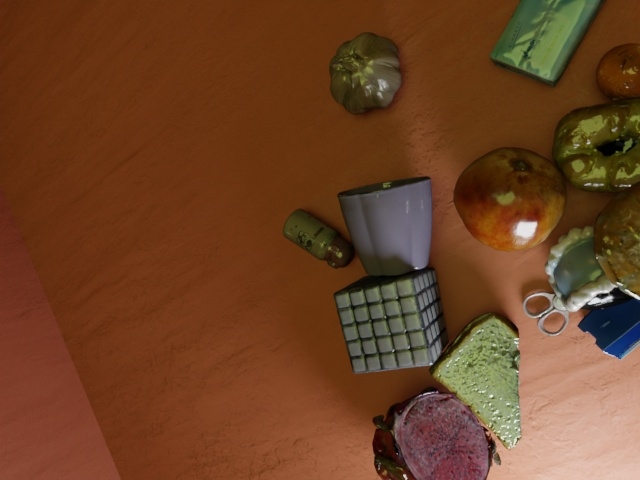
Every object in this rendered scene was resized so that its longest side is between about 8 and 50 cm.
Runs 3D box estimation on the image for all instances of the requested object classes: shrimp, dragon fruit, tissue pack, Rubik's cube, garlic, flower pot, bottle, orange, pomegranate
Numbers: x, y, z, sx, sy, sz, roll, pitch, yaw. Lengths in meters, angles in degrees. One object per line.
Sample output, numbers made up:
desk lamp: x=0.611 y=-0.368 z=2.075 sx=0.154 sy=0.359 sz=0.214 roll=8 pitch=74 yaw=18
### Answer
shrimp: x=0.777 y=-0.038 z=0.947 sx=0.445 sy=0.085 sz=0.272 roll=-33 pitch=86 yaw=-5
dragon fruit: x=0.281 y=0.574 z=1.286 sx=0.314 sy=0.296 sz=0.263 roll=46 pitch=146 yaw=13
tissue pack: x=0.558 y=-0.535 z=1.117 sx=0.177 sy=0.089 sz=0.263 roll=33 pitch=107 yaw=22
Rubik's cube: x=0.205 y=0.215 z=1.280 sx=0.237 sy=0.237 sz=0.238 roll=-13 pitch=90 yaw=26
garlic: x=0.121 y=-0.478 z=1.308 sx=0.228 sy=0.152 sz=0.228 roll=2 pitch=96 yaw=20
flower pot: x=0.187 y=-0.038 z=1.266 sx=0.265 sy=0.265 sz=0.243 roll=-3 pitch=101 yaw=27
bottle: x=0.000 y=0.000 z=1.435 sx=0.233 sy=0.110 sz=0.110 roll=33 pitch=108 yaw=20
orange: x=0.697 y=-0.380 z=1.041 sx=0.135 sy=0.135 sz=0.117 roll=55 pitch=138 yaw=12
pomegranate: x=0.458 y=-0.093 z=1.139 sx=0.252 sy=0.229 sz=0.270 roll=35 pitch=152 yaw=19

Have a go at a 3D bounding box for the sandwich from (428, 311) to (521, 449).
sandwich: x=0.466 y=0.355 z=1.207 sx=0.254 sy=0.099 sz=0.288 roll=-46 pitch=76 yaw=5

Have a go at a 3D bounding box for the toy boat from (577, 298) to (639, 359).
toy boat: x=0.760 y=0.140 z=1.072 sx=0.295 sy=0.088 sz=0.129 roll=-52 pitch=33 yaw=18

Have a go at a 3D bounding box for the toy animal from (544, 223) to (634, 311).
toy animal: x=0.635 y=0.057 z=1.069 sx=0.208 sy=0.156 sz=0.204 roll=-28 pitch=54 yaw=24

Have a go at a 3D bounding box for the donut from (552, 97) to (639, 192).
donut: x=0.683 y=-0.215 z=1.062 sx=0.261 sy=0.128 sz=0.208 roll=1 pitch=96 yaw=27

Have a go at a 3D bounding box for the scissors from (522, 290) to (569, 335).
scissors: x=0.643 y=0.139 z=1.167 sx=0.242 sy=0.030 sz=0.118 roll=-43 pitch=72 yaw=22
